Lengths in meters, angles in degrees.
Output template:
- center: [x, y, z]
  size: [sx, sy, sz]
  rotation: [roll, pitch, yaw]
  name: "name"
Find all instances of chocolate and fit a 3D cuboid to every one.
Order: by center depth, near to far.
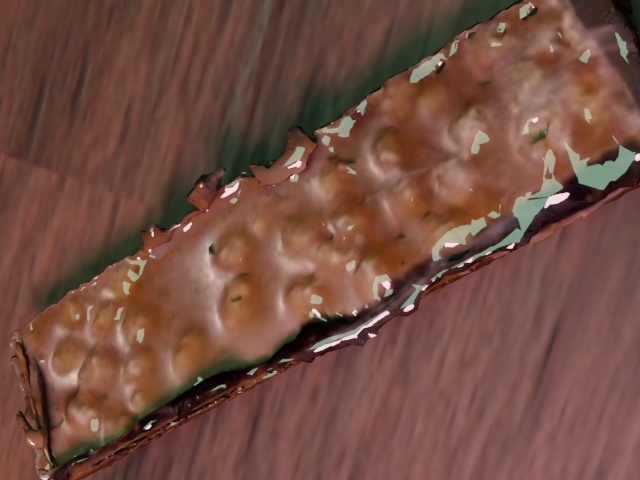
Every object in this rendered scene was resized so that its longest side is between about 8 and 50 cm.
- center: [0.004, 0.004, 0.591]
  size: [0.329, 0.065, 0.102]
  rotation: [-30, 69, 18]
  name: "chocolate"
